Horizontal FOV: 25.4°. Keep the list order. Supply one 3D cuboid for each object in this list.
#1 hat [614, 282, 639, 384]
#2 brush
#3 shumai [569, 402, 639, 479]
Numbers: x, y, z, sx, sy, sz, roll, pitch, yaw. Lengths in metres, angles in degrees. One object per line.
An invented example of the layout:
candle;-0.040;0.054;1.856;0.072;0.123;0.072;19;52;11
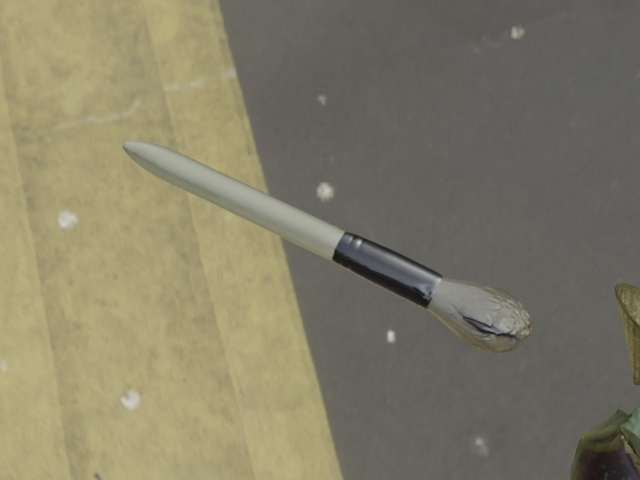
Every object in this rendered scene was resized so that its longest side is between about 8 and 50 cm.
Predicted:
hat;0.318;0.112;1.347;0.146;0.146;0.067;42;112;18
brush;0.000;0.000;0.933;0.299;0.039;0.042;25;66;6
shumai;0.457;0.309;1.617;0.348;0.395;0.395;16;66;6
